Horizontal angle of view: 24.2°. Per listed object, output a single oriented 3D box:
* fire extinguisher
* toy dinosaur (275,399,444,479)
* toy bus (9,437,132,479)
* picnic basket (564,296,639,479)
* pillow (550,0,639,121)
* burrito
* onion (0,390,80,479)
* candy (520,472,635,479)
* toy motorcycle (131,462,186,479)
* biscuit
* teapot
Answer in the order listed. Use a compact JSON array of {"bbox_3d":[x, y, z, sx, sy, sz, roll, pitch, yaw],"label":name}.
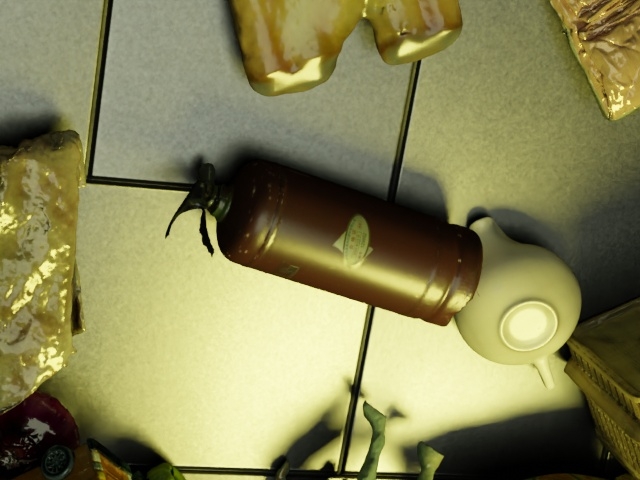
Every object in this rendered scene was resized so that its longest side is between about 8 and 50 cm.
[{"bbox_3d":[0.000,0.000,1.567,0.337,0.135,0.114,18,133,-19],"label":"fire extinguisher"},{"bbox_3d":[0.081,0.297,1.653,0.092,0.393,0.205,50,58,-54],"label":"toy dinosaur"},{"bbox_3d":[-0.290,0.298,1.532,0.201,0.114,0.098,-26,147,6],"label":"toy bus"},{"bbox_3d":[0.461,0.157,1.696,0.313,0.228,0.175,-23,111,-7],"label":"picnic basket"},{"bbox_3d":[0.312,-0.250,1.586,0.126,0.043,0.232,-30,102,-6],"label":"pillow"},{"bbox_3d":[-0.324,0.053,1.521,0.175,0.107,0.348,8,106,-3],"label":"burrito"},{"bbox_3d":[-0.313,0.211,1.579,0.115,0.104,0.115,2,110,6],"label":"onion"},{"bbox_3d":[0.267,0.315,1.729,0.297,0.187,0.081,-7,93,-10],"label":"candy"},{"bbox_3d":[-0.158,0.426,1.650,0.191,0.200,0.326,-35,113,0],"label":"toy motorcycle"},{"bbox_3d":[0.009,-0.303,1.492,0.237,0.062,0.291,-17,113,-7],"label":"biscuit"},{"bbox_3d":[0.226,0.083,1.681,0.145,0.092,0.226,-20,119,5],"label":"teapot"}]
